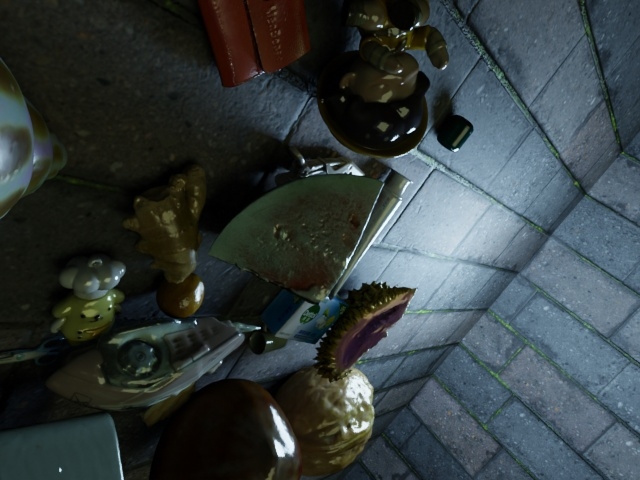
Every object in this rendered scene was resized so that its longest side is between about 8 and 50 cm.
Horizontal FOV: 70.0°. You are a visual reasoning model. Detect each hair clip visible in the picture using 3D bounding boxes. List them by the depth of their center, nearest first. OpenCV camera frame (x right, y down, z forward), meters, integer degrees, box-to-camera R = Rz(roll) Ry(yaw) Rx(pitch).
[{"bbox_3d":[0.014,-0.141,0.852,0.226,0.034,0.072,-11,134,-43],"label":"hair clip"}]

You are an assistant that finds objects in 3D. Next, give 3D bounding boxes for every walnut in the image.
[{"bbox_3d":[0.003,0.524,1.354,0.344,0.306,0.305,-14,136,-42],"label":"walnut"}]

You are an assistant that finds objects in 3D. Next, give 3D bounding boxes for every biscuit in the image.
[{"bbox_3d":[-0.322,0.311,0.956,0.118,0.061,0.183,-16,140,-41],"label":"biscuit"}]

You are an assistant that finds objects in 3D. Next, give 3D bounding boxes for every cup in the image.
[{"bbox_3d":[-0.127,0.234,1.111,0.055,0.074,0.083,-20,166,33],"label":"cup"}]

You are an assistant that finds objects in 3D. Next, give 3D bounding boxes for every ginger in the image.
[{"bbox_3d":[-0.226,-0.013,0.681,0.115,0.081,0.205,-53,160,-61],"label":"ginger"}]

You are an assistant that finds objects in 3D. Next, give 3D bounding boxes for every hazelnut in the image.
[{"bbox_3d":[-0.201,0.492,1.008,0.366,0.366,0.365,-30,145,-24],"label":"hazelnut"}]

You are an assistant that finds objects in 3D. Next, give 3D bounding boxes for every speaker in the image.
[{"bbox_3d":[-0.490,0.421,0.703,0.406,0.183,0.184,-38,149,27],"label":"speaker"},{"bbox_3d":[0.316,-0.241,1.057,0.075,0.060,0.095,-54,147,15],"label":"speaker"}]

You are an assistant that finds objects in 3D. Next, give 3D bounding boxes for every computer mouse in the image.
[{"bbox_3d":[-0.263,0.220,0.808,0.389,0.114,0.199,-3,155,-43],"label":"computer mouse"}]

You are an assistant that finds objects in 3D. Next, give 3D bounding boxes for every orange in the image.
[{"bbox_3d":[-0.240,0.093,0.788,0.085,0.085,0.085,-30,145,-24],"label":"orange"}]

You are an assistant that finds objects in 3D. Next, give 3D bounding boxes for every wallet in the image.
[{"bbox_3d":[-0.082,-0.300,0.553,0.142,0.045,0.204,-34,147,-18],"label":"wallet"}]

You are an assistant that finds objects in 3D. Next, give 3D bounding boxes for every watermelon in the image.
[{"bbox_3d":[0.000,0.000,0.795,0.290,0.213,0.320,-30,154,13],"label":"watermelon"}]

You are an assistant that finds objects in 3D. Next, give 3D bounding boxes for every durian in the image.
[{"bbox_3d":[0.086,0.211,1.213,0.341,0.191,0.112,-45,118,-12],"label":"durian"}]

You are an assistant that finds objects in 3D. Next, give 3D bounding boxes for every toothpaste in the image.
[{"bbox_3d":[0.095,-0.014,1.046,0.066,0.100,0.323,27,105,-29],"label":"toothpaste"}]

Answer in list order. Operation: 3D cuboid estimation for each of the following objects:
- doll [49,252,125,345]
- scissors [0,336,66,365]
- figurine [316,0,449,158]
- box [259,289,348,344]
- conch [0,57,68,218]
[{"bbox_3d":[-0.342,0.088,0.679,0.106,0.062,0.162,-15,136,-45],"label":"doll"},{"bbox_3d":[-0.452,0.173,0.694,0.119,0.014,0.058,6,117,-55],"label":"scissors"},{"bbox_3d":[0.090,-0.250,0.689,0.193,0.167,0.256,-8,138,-14],"label":"figurine"},{"bbox_3d":[-0.034,0.171,1.111,0.139,0.073,0.194,-49,148,6],"label":"box"},{"bbox_3d":[-0.358,-0.093,0.341,0.250,0.197,0.368,-9,154,11],"label":"conch"}]
